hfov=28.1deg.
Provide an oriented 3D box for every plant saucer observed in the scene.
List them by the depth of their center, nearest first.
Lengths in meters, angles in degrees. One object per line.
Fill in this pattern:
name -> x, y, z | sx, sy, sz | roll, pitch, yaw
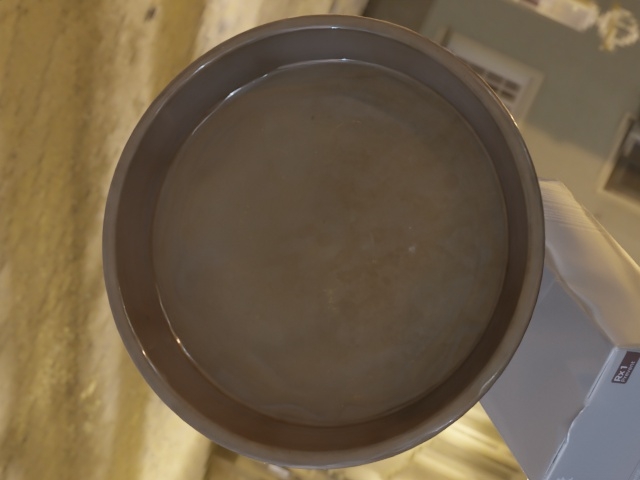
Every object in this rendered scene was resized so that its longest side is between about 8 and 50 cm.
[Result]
plant saucer -> 0.000, 0.000, 0.791 | 0.278, 0.277, 0.041 | -65, 165, 1

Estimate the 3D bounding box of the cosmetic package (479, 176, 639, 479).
cosmetic package -> 0.164, 0.059, 0.914 | 0.127, 0.107, 0.238 | -67, -147, 28
